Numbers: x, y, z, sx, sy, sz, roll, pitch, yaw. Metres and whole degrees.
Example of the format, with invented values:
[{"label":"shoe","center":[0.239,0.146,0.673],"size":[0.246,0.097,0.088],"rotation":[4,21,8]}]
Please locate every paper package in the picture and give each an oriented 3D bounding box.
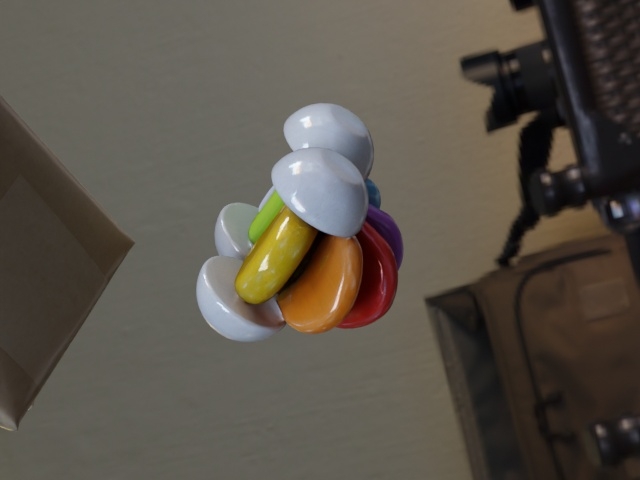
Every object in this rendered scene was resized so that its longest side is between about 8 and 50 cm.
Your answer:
[{"label":"paper package","center":[-0.344,-0.044,0.812],"size":[0.168,0.309,0.325],"rotation":[-61,-39,-23]}]

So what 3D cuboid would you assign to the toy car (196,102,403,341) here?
[{"label":"toy car","center":[0.000,0.000,0.890],"size":[0.136,0.159,0.182],"rotation":[31,-152,-12]}]

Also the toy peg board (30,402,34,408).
[{"label":"toy peg board","center":[-0.430,0.141,1.335],"size":[0.161,0.161,0.079],"rotation":[58,-168,-29]}]
